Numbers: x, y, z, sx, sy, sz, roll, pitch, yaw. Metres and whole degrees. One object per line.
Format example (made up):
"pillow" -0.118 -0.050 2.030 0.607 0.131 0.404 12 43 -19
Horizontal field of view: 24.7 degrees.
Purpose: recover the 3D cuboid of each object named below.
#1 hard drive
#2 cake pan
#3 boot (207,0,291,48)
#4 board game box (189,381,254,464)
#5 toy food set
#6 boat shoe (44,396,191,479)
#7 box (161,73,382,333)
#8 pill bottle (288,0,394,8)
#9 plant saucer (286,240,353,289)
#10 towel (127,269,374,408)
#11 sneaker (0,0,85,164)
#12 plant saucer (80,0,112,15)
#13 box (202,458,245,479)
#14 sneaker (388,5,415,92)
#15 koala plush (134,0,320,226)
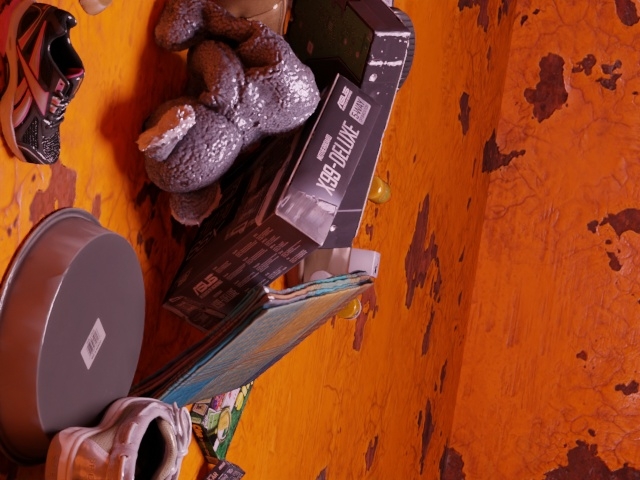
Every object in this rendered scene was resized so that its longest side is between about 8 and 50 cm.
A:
"hard drive" 0.012 -0.190 2.003 0.237 0.064 0.339 54 -41 47
"cake pan" -0.274 0.111 1.622 0.293 0.054 0.293 9 90 -72
"boot" -0.109 -0.273 1.871 0.115 0.112 0.305 -61 158 -23
"board game box" -0.128 0.190 2.168 0.136 0.030 0.259 77 28 -55
"toy food set" 0.049 0.012 2.355 0.104 0.111 0.232 23 75 -72
"boat shoe" -0.202 0.241 1.623 0.320 0.103 0.118 7 86 -76
"box" -0.065 -0.041 1.868 0.307 0.076 0.242 -37 -157 50
"pill bottle" 0.018 -0.375 2.161 0.246 0.130 0.130 14 86 -72
"plant saucer" 0.000 0.000 2.450 0.278 0.041 0.277 9 90 -72
"towel" -0.093 0.134 1.924 0.271 0.040 0.370 -39 169 19
"sneaker" -0.272 -0.152 1.450 0.072 0.077 0.178 -55 150 -52
"plant saucer" -0.238 -0.286 1.589 0.083 0.015 0.083 9 90 -73
"box" -0.149 0.357 2.153 0.067 0.018 0.083 -49 159 -2
"sneaker" 0.038 -0.238 2.238 0.330 0.122 0.146 -66 -145 36
"koala plush" -0.133 -0.143 1.747 0.221 0.203 0.196 -56 152 -29
